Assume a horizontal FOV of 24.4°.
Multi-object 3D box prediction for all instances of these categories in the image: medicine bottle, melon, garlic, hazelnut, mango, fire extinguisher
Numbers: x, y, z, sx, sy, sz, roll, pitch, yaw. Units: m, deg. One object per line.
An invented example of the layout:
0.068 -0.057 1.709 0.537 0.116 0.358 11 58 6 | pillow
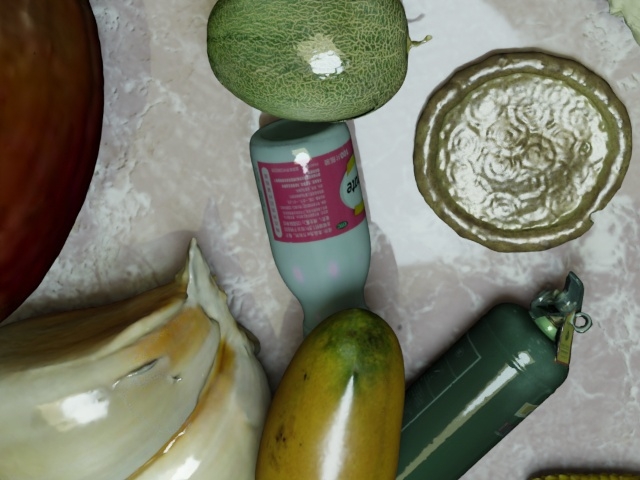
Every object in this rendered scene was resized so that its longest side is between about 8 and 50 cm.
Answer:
0.000 0.000 1.320 0.090 0.090 0.216 -10 112 5 | medicine bottle
-0.002 -0.168 1.248 0.192 0.139 0.139 2 105 6 | melon
-0.198 0.162 1.330 0.313 0.286 0.249 -28 58 3 | garlic
-0.377 -0.119 1.182 0.421 0.353 0.421 3 72 -10 | hazelnut
0.012 0.162 1.269 0.120 0.151 0.221 12 95 -4 | mango
0.133 0.146 1.347 0.311 0.114 0.095 -44 62 11 | fire extinguisher

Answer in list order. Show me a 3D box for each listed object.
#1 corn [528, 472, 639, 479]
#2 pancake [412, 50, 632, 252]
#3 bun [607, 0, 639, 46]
0.341 0.276 1.377 0.318 0.115 0.115 3 105 1 | corn
0.182 -0.077 1.329 0.199 0.021 0.199 0 107 2 | pancake
0.341 -0.234 1.208 0.259 0.160 0.259 1 85 -14 | bun
